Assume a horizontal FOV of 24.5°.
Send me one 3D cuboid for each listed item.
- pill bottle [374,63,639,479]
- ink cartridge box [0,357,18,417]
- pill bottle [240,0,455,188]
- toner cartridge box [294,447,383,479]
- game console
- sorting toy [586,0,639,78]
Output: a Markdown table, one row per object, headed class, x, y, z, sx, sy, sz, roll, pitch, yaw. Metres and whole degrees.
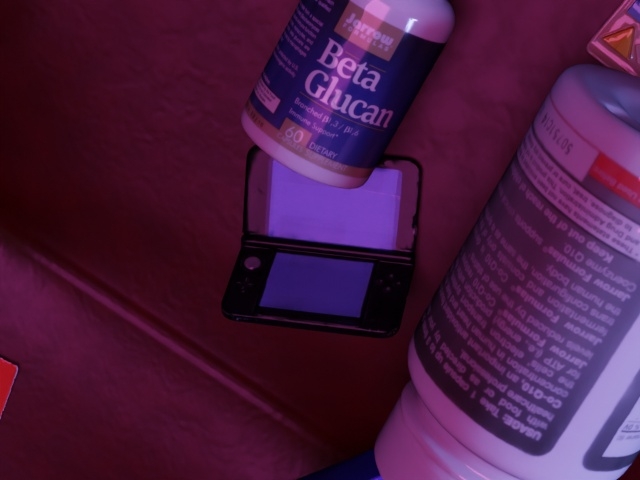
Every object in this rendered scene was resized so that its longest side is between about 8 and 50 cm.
| class | x | y | z | sx | sy | sz | roll | pitch | yaw |
| --- | --- | --- | --- | --- | --- | --- | --- | --- | --- |
| pill bottle | 0.153 | 0.049 | 0.913 | 0.161 | 0.161 | 0.283 | 29 | 113 | 3 |
| ink cartridge box | -0.323 | 0.148 | 1.115 | 0.145 | 0.045 | 0.179 | 25 | 112 | 5 |
| pill bottle | 0.026 | -0.126 | 0.931 | 0.094 | 0.094 | 0.169 | 30 | 110 | 3 |
| toner cartridge box | 0.060 | 0.330 | 1.062 | 0.165 | 0.075 | 0.347 | -24 | 99 | 19 |
| game console | 0.000 | 0.000 | 0.988 | 0.122 | 0.107 | 0.071 | 6 | 135 | 12 |
| sorting toy | 0.219 | -0.119 | 0.933 | 0.083 | 0.012 | 0.062 | 39 | 110 | 0 |
